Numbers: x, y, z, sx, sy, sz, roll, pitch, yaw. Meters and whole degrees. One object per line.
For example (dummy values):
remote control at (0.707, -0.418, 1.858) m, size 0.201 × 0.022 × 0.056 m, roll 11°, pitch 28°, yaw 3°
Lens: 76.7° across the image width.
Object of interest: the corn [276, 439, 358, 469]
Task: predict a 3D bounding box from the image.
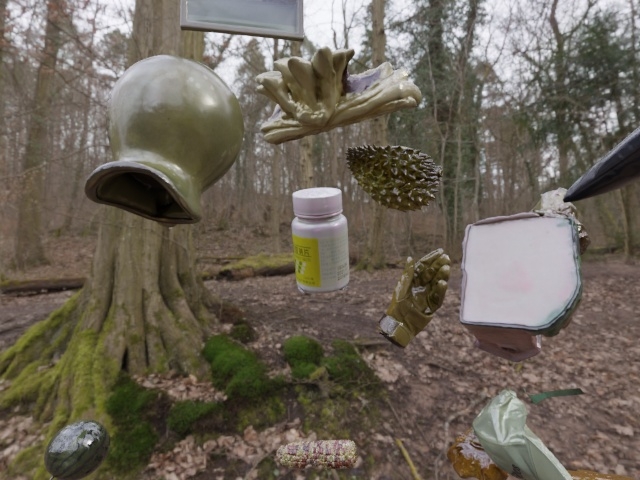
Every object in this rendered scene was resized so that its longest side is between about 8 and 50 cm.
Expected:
corn at (-0.012, 0.765, 1.442) m, size 0.290 × 0.098 × 0.098 m, roll -6°, pitch -10°, yaw 6°

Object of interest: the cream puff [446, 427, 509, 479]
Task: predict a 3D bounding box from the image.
cream puff at (0.671, 0.883, 1.666) m, size 0.269 × 0.154 × 0.241 m, roll -32°, pitch 30°, yaw -33°

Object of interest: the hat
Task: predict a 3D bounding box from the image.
hat at (0.274, 0.283, 0.544) m, size 0.081 × 0.166 × 0.122 m, roll -44°, pitch -46°, yaw 10°

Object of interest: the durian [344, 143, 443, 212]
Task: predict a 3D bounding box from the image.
durian at (0.222, -0.172, 1.106) m, size 0.307 × 0.171 × 0.166 m, roll 0°, pitch 18°, yaw -23°

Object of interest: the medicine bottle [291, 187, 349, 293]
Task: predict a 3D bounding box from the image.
medicine bottle at (0.000, 0.000, 1.554) m, size 0.214 × 0.377 × 0.213 m, roll -3°, pitch 18°, yaw 1°

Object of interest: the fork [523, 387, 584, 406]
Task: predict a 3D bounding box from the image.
fork at (0.394, 0.269, 0.704) m, size 0.021 × 0.039 × 0.235 m, roll -36°, pitch -23°, yaw -6°

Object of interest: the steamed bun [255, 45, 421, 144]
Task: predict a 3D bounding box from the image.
steamed bun at (-0.007, -0.351, 0.976) m, size 0.429 × 0.189 × 0.247 m, roll -5°, pitch 20°, yaw 35°

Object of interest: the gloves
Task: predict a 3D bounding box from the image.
gloves at (0.299, 0.174, 1.258) m, size 0.154 × 0.330 × 0.141 m, roll 32°, pitch 3°, yaw 30°

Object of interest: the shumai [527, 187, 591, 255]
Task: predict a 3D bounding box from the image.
shumai at (0.559, -0.041, 1.013) m, size 0.167 × 0.175 × 0.206 m, roll 20°, pitch -17°, yaw -30°

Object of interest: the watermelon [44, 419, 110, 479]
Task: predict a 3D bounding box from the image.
watermelon at (-0.471, 0.409, 0.769) m, size 0.105 × 0.105 × 0.133 m, roll -12°, pitch 28°, yaw 39°

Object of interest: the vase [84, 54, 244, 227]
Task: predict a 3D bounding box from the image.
vase at (-0.282, -0.146, 0.774) m, size 0.241 × 0.301 × 0.329 m, roll 11°, pitch -27°, yaw -10°

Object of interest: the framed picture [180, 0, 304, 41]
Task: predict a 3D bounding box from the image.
framed picture at (-0.183, -0.594, 0.971) m, size 0.290 × 0.212 × 0.016 m, roll 1°, pitch -3°, yaw -11°

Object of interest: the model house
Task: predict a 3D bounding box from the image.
model house at (0.412, 0.108, 0.806) m, size 0.203 × 0.236 × 0.237 m, roll -8°, pitch -35°, yaw 34°

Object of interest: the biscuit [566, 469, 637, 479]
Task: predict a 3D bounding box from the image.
biscuit at (0.664, 0.588, 0.973) m, size 0.249 × 0.035 × 0.184 m, roll 7°, pitch -17°, yaw -4°

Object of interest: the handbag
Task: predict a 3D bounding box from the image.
handbag at (0.573, -0.161, 0.689) m, size 0.211 × 0.088 × 0.254 m, roll -23°, pitch -19°, yaw -18°
